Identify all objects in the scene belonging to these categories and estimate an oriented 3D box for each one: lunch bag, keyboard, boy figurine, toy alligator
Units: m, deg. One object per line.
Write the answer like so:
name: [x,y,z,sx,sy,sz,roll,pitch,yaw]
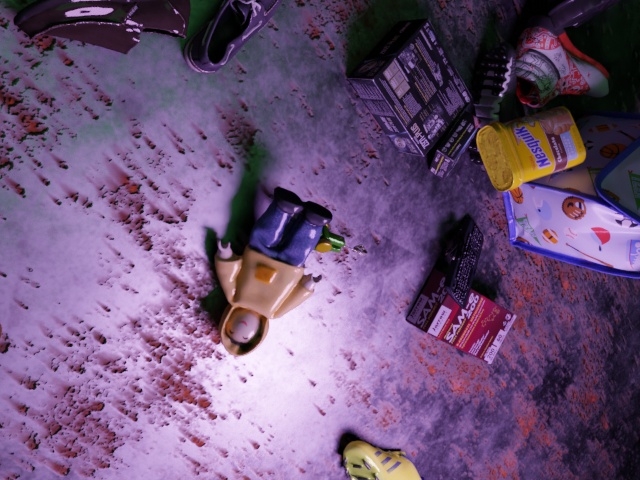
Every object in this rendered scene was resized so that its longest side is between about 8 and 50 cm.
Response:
lunch bag: [0.620,-0.104,1.108,0.328,0.385,0.239,-36,122,-17]
keyboard: [0.298,0.035,1.111,0.100,0.038,0.192,43,53,-26]
boy figurine: [-0.094,0.056,0.877,0.177,0.092,0.285,26,104,-11]
toy alligator: [0.000,0.000,0.960,0.190,0.056,0.051,26,131,-35]

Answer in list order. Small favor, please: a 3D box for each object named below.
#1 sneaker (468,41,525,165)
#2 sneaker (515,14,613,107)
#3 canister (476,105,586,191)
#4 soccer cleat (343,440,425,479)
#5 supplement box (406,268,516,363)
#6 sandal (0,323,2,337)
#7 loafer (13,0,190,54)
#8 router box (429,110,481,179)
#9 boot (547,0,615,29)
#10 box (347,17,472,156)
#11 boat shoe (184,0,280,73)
sneaker: [0.356,-0.267,1.080,0.106,0.078,0.234,-12,116,-31]
sneaker: [0.488,-0.327,1.133,0.270,0.090,0.145,26,92,-32]
canister: [0.394,-0.174,1.021,0.170,0.073,0.126,-18,84,-16]
soccer cleat: [0.144,0.506,1.210,0.289,0.093,0.121,51,47,-29]
supplement box: [0.311,0.169,1.195,0.239,0.073,0.130,28,90,-34]
sandal: [-0.495,0.169,0.711,0.180,0.049,0.072,-55,132,-23]
loafer: [-0.260,-0.273,0.686,0.220,0.080,0.078,-20,115,-26]
router box: [0.248,-0.174,1.019,0.038,0.122,0.092,36,85,10]
boot: [0.473,-0.550,1.027,0.348,0.131,0.260,-31,94,-50]
box: [0.159,-0.263,0.953,0.147,0.077,0.180,-50,124,-9]
boat shoe: [-0.107,-0.319,0.776,0.206,0.065,0.075,-51,124,-8]
